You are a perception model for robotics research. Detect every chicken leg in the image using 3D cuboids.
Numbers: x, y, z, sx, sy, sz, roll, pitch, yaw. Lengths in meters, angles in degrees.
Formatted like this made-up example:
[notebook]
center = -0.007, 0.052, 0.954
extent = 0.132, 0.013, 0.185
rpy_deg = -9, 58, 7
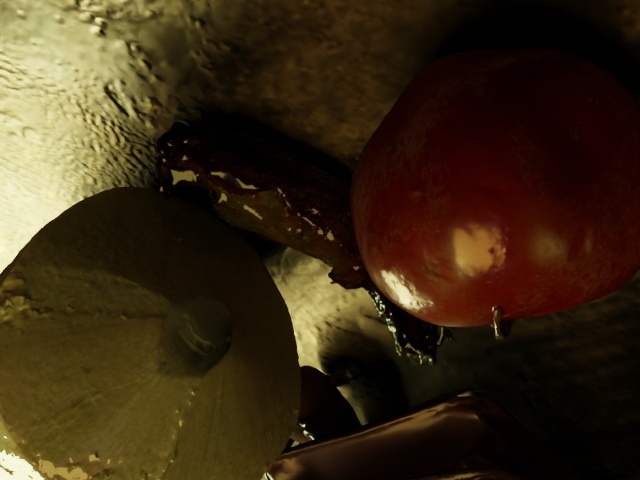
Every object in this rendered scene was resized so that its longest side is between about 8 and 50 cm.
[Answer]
[chicken leg]
center = 0.000, 0.000, 1.181
extent = 0.253, 0.051, 0.106
rpy_deg = 38, 147, -20

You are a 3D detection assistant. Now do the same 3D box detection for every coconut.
[coconut]
center = -0.134, 0.096, 1.218
extent = 0.239, 0.239, 0.244
rpy_deg = 33, 143, -12

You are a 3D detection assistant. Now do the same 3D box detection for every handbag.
[handbag]
center = 0.086, 0.204, 1.304
extent = 0.203, 0.074, 0.216
rpy_deg = -18, 140, 26

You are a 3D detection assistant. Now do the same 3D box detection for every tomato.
[tomato]
center = 0.095, -0.030, 0.997
extent = 0.187, 0.187, 0.151
rpy_deg = -3, 112, 31

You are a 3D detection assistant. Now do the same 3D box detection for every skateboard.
[skateboard]
center = 0.004, 0.152, 1.360
extent = 0.080, 0.067, 0.151
rpy_deg = 10, 146, 31
